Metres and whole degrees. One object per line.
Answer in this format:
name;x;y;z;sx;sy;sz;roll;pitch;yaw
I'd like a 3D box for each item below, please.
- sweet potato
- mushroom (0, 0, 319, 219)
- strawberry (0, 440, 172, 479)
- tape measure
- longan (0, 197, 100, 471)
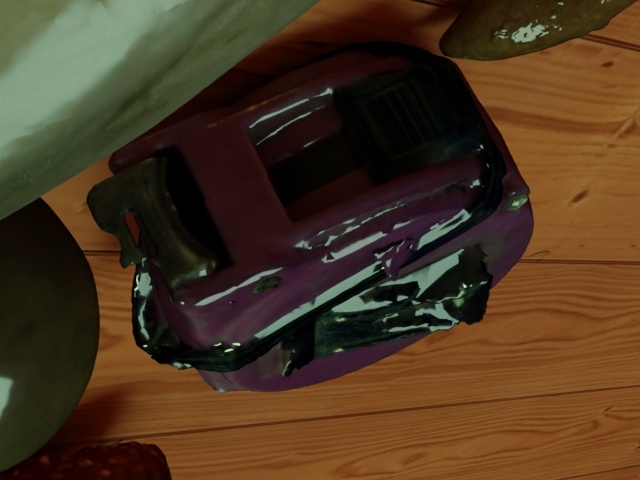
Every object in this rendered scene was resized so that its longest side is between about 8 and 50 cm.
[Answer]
sweet potato;0.167;-0.157;0.957;0.218;0.051;0.065;-29;156;3
mushroom;-0.142;-0.078;0.666;0.407;0.137;0.154;-36;171;0
strawberry;-0.221;0.313;1.222;0.343;0.292;0.292;-35;157;24
tape measure;0.000;0.000;0.970;0.245;0.149;0.231;-25;157;-6
longan;-0.196;0.039;0.817;0.187;0.167;0.167;-23;165;38
